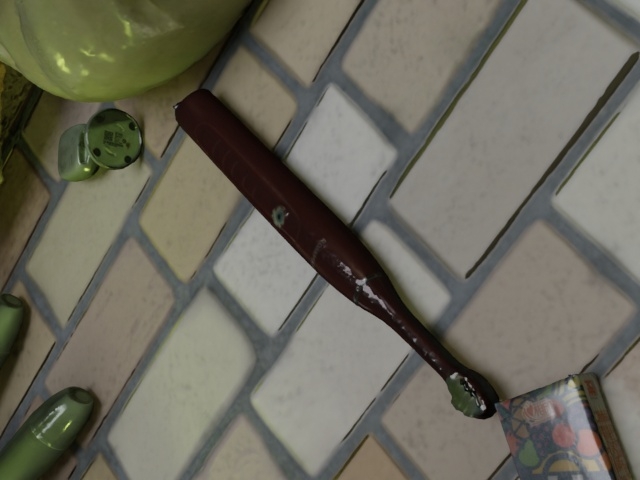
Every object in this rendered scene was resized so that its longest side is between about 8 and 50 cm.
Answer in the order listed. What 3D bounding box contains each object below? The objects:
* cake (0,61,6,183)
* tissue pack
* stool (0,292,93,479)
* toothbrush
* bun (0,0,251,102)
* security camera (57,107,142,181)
[{"bbox_3d":[-0.454,-0.133,0.965,0.290,0.282,0.255,47,137,32],"label":"cake"},{"bbox_3d":[0.148,0.127,0.618,0.063,0.035,0.083,-28,68,36],"label":"tissue pack"},{"bbox_3d":[-0.350,0.167,0.933,0.195,0.195,0.198,41,111,34],"label":"stool"},{"bbox_3d":[0.001,0.000,0.748,0.364,0.041,0.041,46,116,32],"label":"toothbrush"},{"bbox_3d":[-0.188,-0.290,0.812,0.360,0.211,0.359,-4,83,40],"label":"bun"},{"bbox_3d":[-0.204,-0.083,0.926,0.092,0.058,0.058,-5,84,52],"label":"security camera"}]
